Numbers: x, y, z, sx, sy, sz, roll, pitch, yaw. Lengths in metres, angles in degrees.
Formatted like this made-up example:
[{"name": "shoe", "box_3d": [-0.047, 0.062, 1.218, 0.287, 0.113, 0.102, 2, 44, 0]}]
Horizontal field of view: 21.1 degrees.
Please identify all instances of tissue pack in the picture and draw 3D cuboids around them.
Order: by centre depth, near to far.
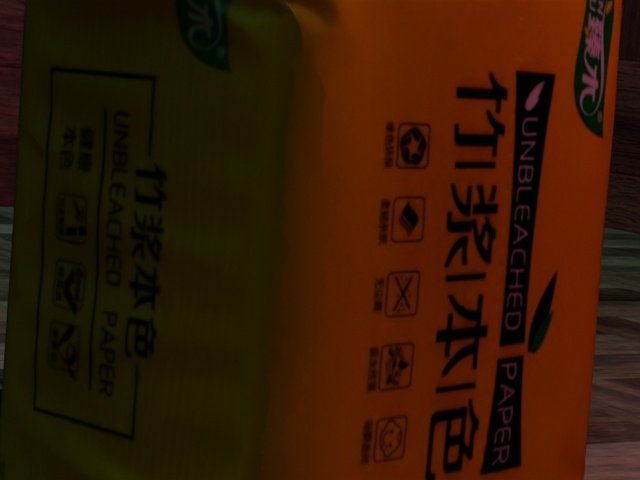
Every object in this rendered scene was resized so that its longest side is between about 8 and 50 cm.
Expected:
[{"name": "tissue pack", "box_3d": [0.000, 0.000, 0.908, 0.228, 0.382, 0.293, 8, 7, 42]}]

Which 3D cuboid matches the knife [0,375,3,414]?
[{"name": "knife", "box_3d": [-0.249, 0.111, 1.232, 0.089, 0.043, 0.365, 3, 6, -31]}]
